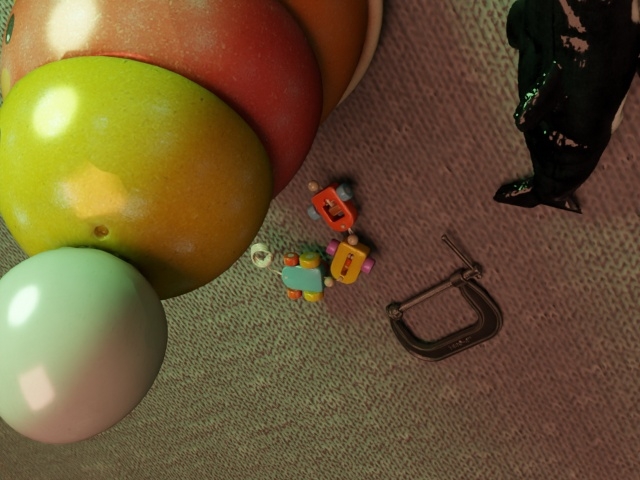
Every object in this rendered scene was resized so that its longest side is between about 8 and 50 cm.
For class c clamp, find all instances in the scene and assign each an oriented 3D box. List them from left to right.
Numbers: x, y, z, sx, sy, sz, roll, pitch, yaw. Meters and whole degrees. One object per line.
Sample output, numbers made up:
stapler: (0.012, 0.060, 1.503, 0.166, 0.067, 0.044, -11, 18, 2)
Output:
c clamp: (0.138, 0.077, 0.865, 0.137, 0.022, 0.161, 43, 128, -9)

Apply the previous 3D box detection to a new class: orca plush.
orca plush: (0.185, -0.122, 0.634, 0.151, 0.102, 0.287, 46, 153, 25)

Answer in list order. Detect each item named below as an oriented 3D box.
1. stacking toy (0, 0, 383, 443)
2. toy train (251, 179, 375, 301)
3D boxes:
stacking toy: (-0.136, -0.078, 0.575, 0.351, 0.480, 0.350, 5, 140, 4)
toy train: (0.000, 0.000, 0.873, 0.166, 0.046, 0.125, -36, 98, 36)
